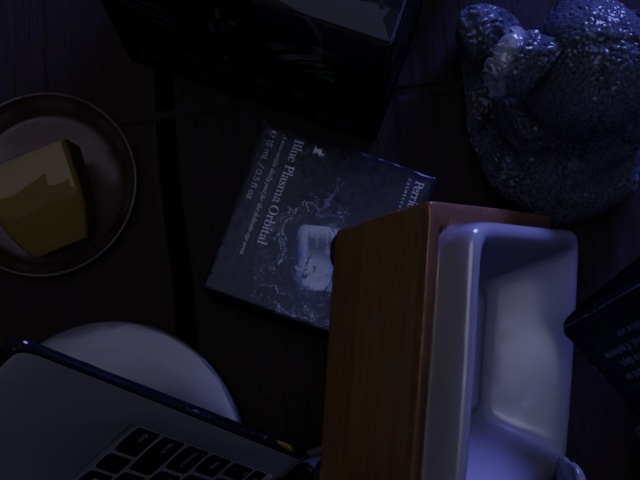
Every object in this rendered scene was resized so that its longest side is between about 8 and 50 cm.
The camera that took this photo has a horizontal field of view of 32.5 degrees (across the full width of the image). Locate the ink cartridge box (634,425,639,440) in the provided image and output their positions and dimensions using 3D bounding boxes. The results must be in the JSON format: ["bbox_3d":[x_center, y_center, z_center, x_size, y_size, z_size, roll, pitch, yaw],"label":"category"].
[{"bbox_3d":[0.366,0.205,0.914,0.127,0.072,0.175,-26,80,-5],"label":"ink cartridge box"}]

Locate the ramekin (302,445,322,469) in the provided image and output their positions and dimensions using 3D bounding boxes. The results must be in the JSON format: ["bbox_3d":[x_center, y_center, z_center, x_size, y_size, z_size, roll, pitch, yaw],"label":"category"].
[{"bbox_3d":[0.022,0.269,0.890,0.207,0.109,0.207,0,80,0],"label":"ramekin"}]

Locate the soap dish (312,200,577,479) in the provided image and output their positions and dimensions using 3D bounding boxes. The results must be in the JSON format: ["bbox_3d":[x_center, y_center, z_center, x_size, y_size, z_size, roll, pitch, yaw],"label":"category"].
[{"bbox_3d":[0.103,0.089,0.830,0.118,0.291,0.229,4,91,26],"label":"soap dish"}]

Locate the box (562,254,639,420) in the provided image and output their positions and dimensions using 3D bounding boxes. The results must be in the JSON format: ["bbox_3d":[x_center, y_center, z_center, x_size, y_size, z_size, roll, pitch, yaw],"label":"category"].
[{"bbox_3d":[0.532,0.079,0.780,0.480,0.297,0.472,-36,83,-19],"label":"box"}]

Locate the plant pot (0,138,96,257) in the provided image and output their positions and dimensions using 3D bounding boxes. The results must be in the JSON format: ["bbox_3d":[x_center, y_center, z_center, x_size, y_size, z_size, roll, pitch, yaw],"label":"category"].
[{"bbox_3d":[-0.233,-0.030,0.933,0.081,0.081,0.083,-22,91,-3],"label":"plant pot"}]

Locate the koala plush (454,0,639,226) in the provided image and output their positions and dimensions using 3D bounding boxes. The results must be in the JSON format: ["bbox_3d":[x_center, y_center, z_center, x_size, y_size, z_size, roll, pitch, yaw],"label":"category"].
[{"bbox_3d":[0.214,-0.126,0.899,0.196,0.221,0.203,2,80,1],"label":"koala plush"}]

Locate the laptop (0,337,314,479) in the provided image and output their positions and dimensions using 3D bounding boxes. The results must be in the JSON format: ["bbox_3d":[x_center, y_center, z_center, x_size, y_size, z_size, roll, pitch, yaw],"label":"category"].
[{"bbox_3d":[-0.147,0.326,0.754,0.382,0.408,0.236,-42,43,18],"label":"laptop"}]

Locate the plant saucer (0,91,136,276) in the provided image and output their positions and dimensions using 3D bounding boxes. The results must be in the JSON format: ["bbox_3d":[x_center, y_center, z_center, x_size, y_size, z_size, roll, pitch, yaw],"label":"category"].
[{"bbox_3d":[-0.247,-0.049,0.989,0.168,0.029,0.168,0,80,2],"label":"plant saucer"}]

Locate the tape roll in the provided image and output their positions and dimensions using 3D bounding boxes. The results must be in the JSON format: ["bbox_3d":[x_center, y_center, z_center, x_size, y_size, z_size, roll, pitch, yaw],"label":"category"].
[{"bbox_3d":[-0.171,0.180,0.927,0.219,0.072,0.219,0,81,1],"label":"tape roll"}]

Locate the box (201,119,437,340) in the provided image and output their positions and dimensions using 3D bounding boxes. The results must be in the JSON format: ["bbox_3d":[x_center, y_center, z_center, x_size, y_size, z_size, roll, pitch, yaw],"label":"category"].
[{"bbox_3d":[0.000,0.000,0.946,0.158,0.093,0.156,19,81,3],"label":"box"}]

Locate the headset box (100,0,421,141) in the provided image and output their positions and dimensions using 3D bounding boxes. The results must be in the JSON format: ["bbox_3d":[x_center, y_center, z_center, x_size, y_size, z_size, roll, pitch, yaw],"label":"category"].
[{"bbox_3d":[-0.044,-0.209,0.886,0.246,0.283,0.131,19,81,5],"label":"headset box"}]

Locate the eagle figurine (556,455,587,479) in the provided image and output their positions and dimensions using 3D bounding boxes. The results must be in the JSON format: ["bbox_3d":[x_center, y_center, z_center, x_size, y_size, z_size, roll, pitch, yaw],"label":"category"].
[{"bbox_3d":[0.234,0.285,0.781,0.298,0.225,0.226,8,66,-19],"label":"eagle figurine"}]
